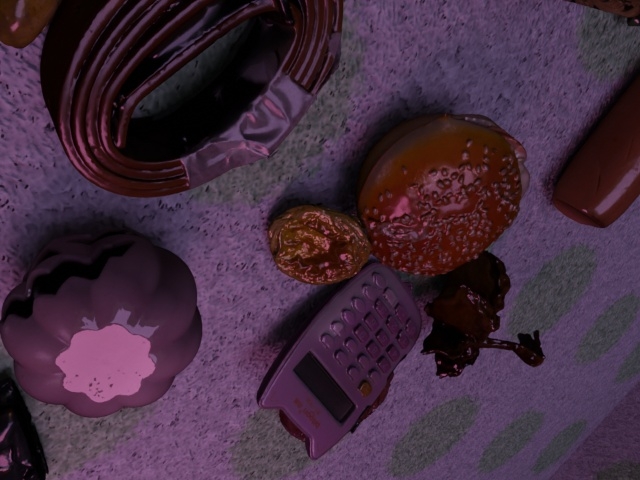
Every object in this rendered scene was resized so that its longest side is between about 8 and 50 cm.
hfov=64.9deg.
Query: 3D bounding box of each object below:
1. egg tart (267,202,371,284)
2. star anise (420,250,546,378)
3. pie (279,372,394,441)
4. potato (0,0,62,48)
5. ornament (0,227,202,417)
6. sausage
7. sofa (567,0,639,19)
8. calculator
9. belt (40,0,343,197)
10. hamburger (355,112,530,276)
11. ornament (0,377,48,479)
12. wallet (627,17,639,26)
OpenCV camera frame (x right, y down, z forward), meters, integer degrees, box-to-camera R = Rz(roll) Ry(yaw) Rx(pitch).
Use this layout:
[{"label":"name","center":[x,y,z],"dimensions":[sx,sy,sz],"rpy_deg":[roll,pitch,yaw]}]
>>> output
[{"label":"egg tart","center":[0.000,0.000,0.622],"dimensions":[0.131,0.052,0.130],"rpy_deg":[4,130,5]},{"label":"star anise","center":[0.279,0.136,0.858],"dimensions":[0.346,0.148,0.237],"rpy_deg":[30,75,-39]},{"label":"pie","center":[0.033,0.251,0.847],"dimensions":[0.219,0.054,0.204],"rpy_deg":[-21,131,-22]},{"label":"potato","center":[-0.212,-0.185,0.365],"dimensions":[0.046,0.045,0.092],"rpy_deg":[27,100,-45]},{"label":"ornament","center":[-0.206,0.073,0.490],"dimensions":[0.178,0.177,0.177],"rpy_deg":[-18,130,-23]},{"label":"sausage","center":[0.518,-0.164,0.837],"dimensions":[0.121,0.121,0.304],"rpy_deg":[24,104,-43]},{"label":"sofa","center":[0.316,-0.370,0.492],"dimensions":[0.258,0.200,0.182],"rpy_deg":[-45,137,3]},{"label":"calculator","center":[0.042,0.165,0.751],"dimensions":[0.294,0.043,0.194],"rpy_deg":[-46,119,-19]},{"label":"belt","center":[-0.104,-0.153,0.424],"dimensions":[0.261,0.105,0.184],"rpy_deg":[-40,137,-5]},{"label":"hamburger","center":[0.147,-0.058,0.637],"dimensions":[0.237,0.147,0.236],"rpy_deg":[-16,127,-22]},{"label":"ornament","center":[-0.423,0.254,0.514],"dimensions":[0.236,0.080,0.202],"rpy_deg":[-14,131,-27]},{"label":"wallet","center":[0.496,-0.429,0.679],"dimensions":[0.160,0.055,0.236],"rpy_deg":[-31,133,-22]}]
